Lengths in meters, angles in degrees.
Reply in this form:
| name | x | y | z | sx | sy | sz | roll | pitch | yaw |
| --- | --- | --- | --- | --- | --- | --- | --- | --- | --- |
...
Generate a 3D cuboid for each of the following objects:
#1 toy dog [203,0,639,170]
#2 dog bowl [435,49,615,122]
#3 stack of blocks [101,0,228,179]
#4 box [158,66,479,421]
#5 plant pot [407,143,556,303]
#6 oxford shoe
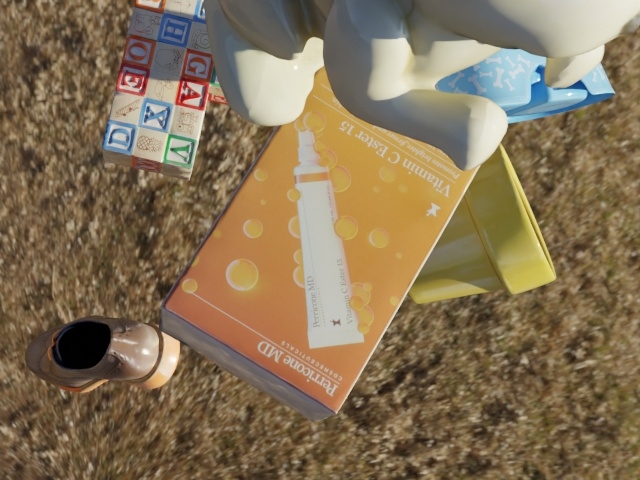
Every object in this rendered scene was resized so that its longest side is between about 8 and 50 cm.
| name | x | y | z | sx | sy | sz | roll | pitch | yaw |
| --- | --- | --- | --- | --- | --- | --- | --- | --- | --- |
| toy dog | 0.097 | -0.258 | 0.752 | 0.285 | 0.408 | 0.395 | -25 | 114 | -23 |
| dog bowl | 0.241 | -0.197 | 1.253 | 0.297 | 0.166 | 0.074 | -9 | 88 | -33 |
| stack of blocks | -0.199 | -0.245 | 1.419 | 0.171 | 0.087 | 0.297 | 12 | 80 | -8 |
| box | 0.000 | 0.000 | 1.105 | 0.215 | 0.168 | 0.345 | 31 | 74 | -1 |
| plant pot | 0.245 | -0.007 | 1.675 | 0.239 | 0.254 | 0.254 | -23 | 79 | 15 |
| oxford shoe | -0.384 | 0.167 | 1.565 | 0.133 | 0.364 | 0.129 | 24 | 65 | -42 |
